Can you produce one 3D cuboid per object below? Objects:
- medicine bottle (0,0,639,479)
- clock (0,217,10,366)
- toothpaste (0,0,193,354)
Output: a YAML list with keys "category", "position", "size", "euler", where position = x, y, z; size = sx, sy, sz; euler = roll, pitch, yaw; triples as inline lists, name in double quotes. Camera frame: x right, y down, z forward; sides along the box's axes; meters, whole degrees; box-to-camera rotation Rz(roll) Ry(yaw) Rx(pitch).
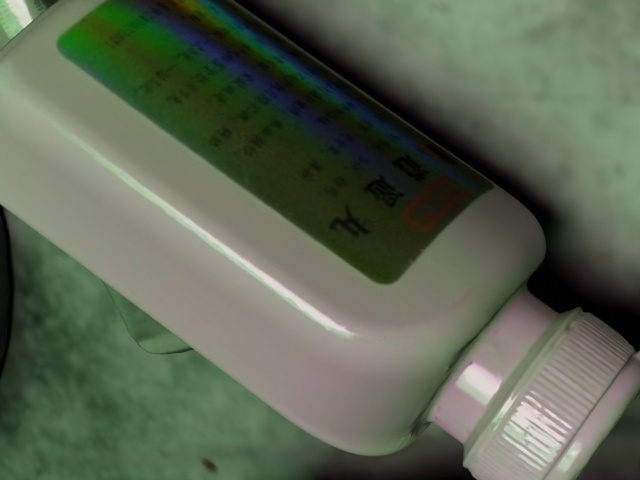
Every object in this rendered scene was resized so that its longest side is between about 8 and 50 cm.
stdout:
- category: "medicine bottle"
  position: [0.000, 0.000, 0.573]
  size: [0.219, 0.115, 0.078]
  euler: [36, 125, 10]
- category: "clock"
  position: [-0.268, -0.009, 0.763]
  size: [0.312, 0.061, 0.313]
  euler: [13, 119, 25]
- category: "toothpaste"
  position: [-0.097, -0.059, 0.656]
  size: [0.060, 0.038, 0.233]
  euler: [-16, 107, 39]
